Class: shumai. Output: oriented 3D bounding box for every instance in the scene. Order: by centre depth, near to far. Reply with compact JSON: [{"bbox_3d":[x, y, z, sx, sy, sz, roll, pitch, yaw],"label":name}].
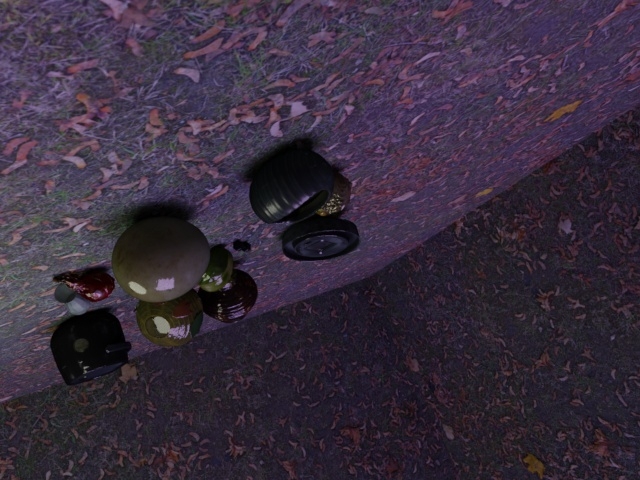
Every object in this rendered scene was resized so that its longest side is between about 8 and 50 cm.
[{"bbox_3d":[0.044,-0.151,1.671,0.146,0.145,0.116,-31,175,30],"label":"shumai"}]

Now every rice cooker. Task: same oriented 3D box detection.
[{"bbox_3d":[-0.856,0.396,2.050,0.268,0.224,0.267,-23,166,-6],"label":"rice cooker"}]

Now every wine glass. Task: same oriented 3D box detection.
[{"bbox_3d":[-0.758,0.176,1.678,0.074,0.073,0.155,-21,163,-15],"label":"wine glass"}]

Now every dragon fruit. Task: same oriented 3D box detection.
[{"bbox_3d":[-0.680,0.134,1.593,0.094,0.094,0.191,-30,160,26],"label":"dragon fruit"}]

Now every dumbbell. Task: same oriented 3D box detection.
[{"bbox_3d":[-0.282,0.021,1.976,0.035,0.040,0.083,-58,162,6],"label":"dumbbell"}]

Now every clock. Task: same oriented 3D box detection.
[{"bbox_3d":[0.001,0.001,2.153,0.313,0.061,0.312,-7,157,-3],"label":"clock"}]

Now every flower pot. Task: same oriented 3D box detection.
[{"bbox_3d":[-0.076,-0.136,1.419,0.243,0.157,0.189,-33,166,31],"label":"flower pot"}]

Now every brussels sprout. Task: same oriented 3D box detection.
[{"bbox_3d":[-0.383,0.105,1.924,0.131,0.145,0.183,23,132,-36],"label":"brussels sprout"}]

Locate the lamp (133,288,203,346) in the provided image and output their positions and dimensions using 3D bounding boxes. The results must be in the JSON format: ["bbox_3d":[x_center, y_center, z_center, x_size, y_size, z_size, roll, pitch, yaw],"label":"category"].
[{"bbox_3d":[-0.548,0.265,2.057,0.250,0.250,0.284,-28,-171,16],"label":"lamp"}]

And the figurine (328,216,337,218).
[{"bbox_3d":[0.042,-0.050,2.209,0.075,0.068,0.140,-14,167,-27],"label":"figurine"}]

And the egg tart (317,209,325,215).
[{"bbox_3d":[0.020,-0.117,1.955,0.105,0.039,0.105,-22,166,-6],"label":"egg tart"}]

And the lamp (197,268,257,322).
[{"bbox_3d":[-0.371,0.209,2.192,0.247,0.246,0.247,-23,168,-5],"label":"lamp"}]

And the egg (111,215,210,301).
[{"bbox_3d":[-0.400,0.043,1.431,0.219,0.218,0.295,-30,176,26],"label":"egg"}]
